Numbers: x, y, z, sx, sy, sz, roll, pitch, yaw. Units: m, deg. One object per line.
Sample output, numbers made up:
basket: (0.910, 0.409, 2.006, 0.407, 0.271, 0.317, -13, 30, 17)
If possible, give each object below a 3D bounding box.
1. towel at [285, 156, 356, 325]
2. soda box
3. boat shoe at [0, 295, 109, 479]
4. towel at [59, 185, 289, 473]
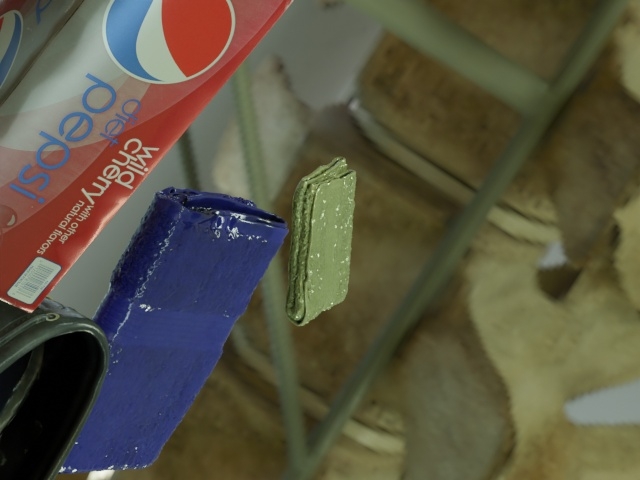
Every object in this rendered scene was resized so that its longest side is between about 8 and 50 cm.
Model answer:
towel: (0.000, 0.000, 1.696, 0.027, 0.110, 0.148, 9, -73, 24)
soda box: (-0.099, -0.094, 0.837, 0.263, 0.083, 0.092, -47, -147, 22)
boat shoe: (-0.331, 0.239, 1.441, 0.156, 0.187, 0.500, 9, -124, 31)
towel: (-0.172, 0.088, 1.778, 0.076, 0.227, 0.308, 34, -79, 26)
